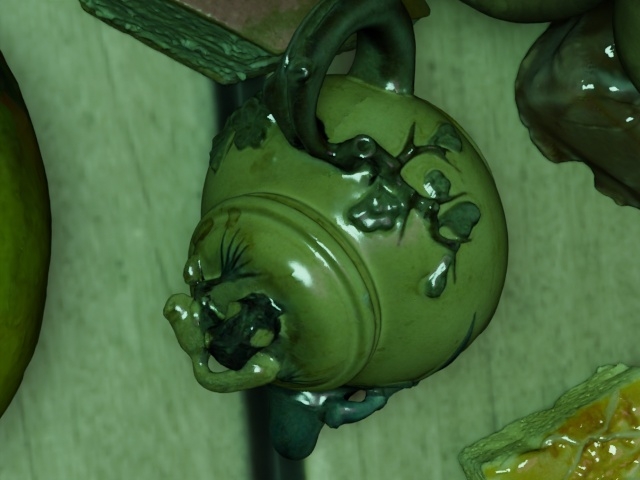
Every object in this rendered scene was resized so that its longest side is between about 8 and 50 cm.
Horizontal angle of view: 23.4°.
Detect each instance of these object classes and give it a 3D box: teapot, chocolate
[{"bbox_3d":[0.000,0.000,0.794,0.182,0.173,0.269,-42,145,-43],"label":"teapot"},{"bbox_3d":[0.225,-0.122,0.909,0.148,0.093,0.214,35,84,-12],"label":"chocolate"}]

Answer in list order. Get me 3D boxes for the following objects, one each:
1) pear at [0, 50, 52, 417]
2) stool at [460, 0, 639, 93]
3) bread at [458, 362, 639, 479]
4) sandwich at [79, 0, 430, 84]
[{"bbox_3d":[-0.257,0.011,0.713,0.269,0.269,0.321,18,70,-15],"label":"pear"},{"bbox_3d":[0.141,-0.185,0.785,0.264,0.179,0.179,31,84,17],"label":"stool"},{"bbox_3d":[0.181,0.180,0.924,0.125,0.068,0.188,-29,100,-12],"label":"bread"},{"bbox_3d":[-0.064,-0.152,0.831,0.258,0.094,0.096,27,82,-13],"label":"sandwich"}]
